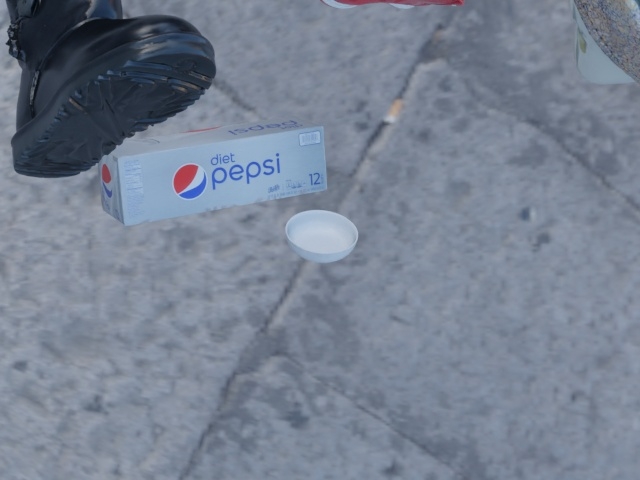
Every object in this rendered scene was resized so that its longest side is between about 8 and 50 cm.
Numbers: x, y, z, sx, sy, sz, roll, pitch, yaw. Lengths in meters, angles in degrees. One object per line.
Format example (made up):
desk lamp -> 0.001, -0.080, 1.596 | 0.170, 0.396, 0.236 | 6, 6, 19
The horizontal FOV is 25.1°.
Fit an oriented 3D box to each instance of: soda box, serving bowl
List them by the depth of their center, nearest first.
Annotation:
serving bowl -> 0.000, 0.000, 1.641 | 0.083, 0.083, 0.027 | -15, 132, -27
soda box -> -0.140, -0.094, 1.866 | 0.286, 0.098, 0.091 | -11, 108, -23

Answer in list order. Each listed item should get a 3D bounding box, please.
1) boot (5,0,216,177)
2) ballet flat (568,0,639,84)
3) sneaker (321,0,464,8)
boot -> -0.176, -0.180, 1.091 | 0.094, 0.246, 0.207 | 2, 72, -36
ballet flat -> 0.175, -0.076, 0.622 | 0.316, 0.106, 0.108 | 42, 64, -25
sneaker -> 0.098, -0.326, 1.755 | 0.221, 0.128, 0.087 | -12, 102, -47
